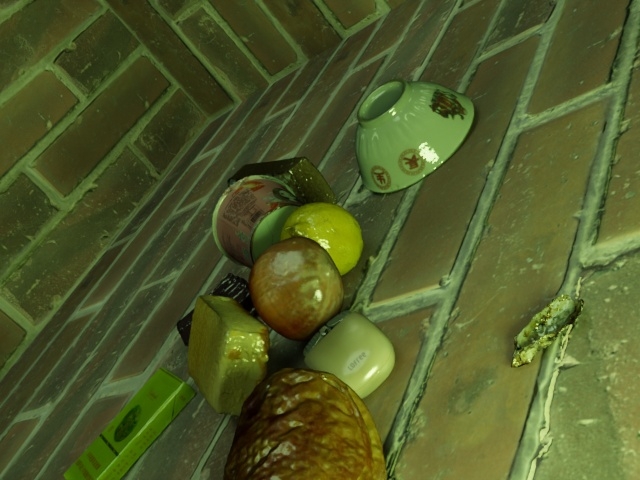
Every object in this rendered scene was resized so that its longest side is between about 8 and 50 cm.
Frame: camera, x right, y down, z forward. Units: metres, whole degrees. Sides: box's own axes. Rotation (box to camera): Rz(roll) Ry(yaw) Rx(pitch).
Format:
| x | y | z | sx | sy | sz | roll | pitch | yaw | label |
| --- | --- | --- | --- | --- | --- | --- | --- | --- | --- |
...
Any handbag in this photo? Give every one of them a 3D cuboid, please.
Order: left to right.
| x | y | z | sx | sy | sz | roll | pitch | yaw | label |
| --- | --- | --- | --- | --- | --- | --- | --- | --- | --- |
| -0.247 | 0.184 | 1.995 | 0.216 | 0.074 | 0.203 | -43 | 21 | -9 | handbag |

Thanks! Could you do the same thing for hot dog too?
| x | y | z | sx | sy | sz | roll | pitch | yaw | label |
| --- | --- | --- | --- | --- | --- | --- | --- | --- | --- |
| -0.046 | 0.366 | 1.164 | 0.267 | 0.174 | 0.387 | -33 | 26 | 30 | hot dog |

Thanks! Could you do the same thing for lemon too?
| x | y | z | sx | sy | sz | roll | pitch | yaw | label |
| --- | --- | --- | --- | --- | --- | --- | --- | --- | --- |
| 0.000 | 0.000 | 1.762 | 0.173 | 0.206 | 0.173 | -14 | 67 | 35 | lemon |

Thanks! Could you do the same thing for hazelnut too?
| x | y | z | sx | sy | sz | roll | pitch | yaw | label |
| --- | --- | --- | --- | --- | --- | --- | --- | --- | --- |
| -0.043 | 0.096 | 1.615 | 0.214 | 0.214 | 0.176 | -18 | 8 | 46 | hazelnut |

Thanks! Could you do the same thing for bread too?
| x | y | z | sx | sy | sz | roll | pitch | yaw | label |
| --- | --- | --- | --- | --- | --- | --- | --- | --- | --- |
| -0.190 | 0.231 | 1.667 | 0.274 | 0.114 | 0.185 | -153 | 71 | -68 | bread |
| -0.117 | -0.140 | 2.271 | 0.113 | 0.165 | 0.416 | -48 | 21 | -19 | bread |

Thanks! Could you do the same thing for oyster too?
| x | y | z | sx | sy | sz | roll | pitch | yaw | label |
| --- | --- | --- | --- | --- | --- | --- | --- | --- | --- |
| 0.324 | 0.129 | 1.169 | 0.132 | 0.029 | 0.086 | -36 | 15 | 22 | oyster |

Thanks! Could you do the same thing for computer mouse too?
| x | y | z | sx | sy | sz | roll | pitch | yaw | label |
| --- | --- | --- | --- | --- | --- | --- | --- | --- | --- |
| 0.045 | 0.199 | 1.446 | 0.145 | 0.082 | 0.236 | -43 | 22 | -3 | computer mouse |

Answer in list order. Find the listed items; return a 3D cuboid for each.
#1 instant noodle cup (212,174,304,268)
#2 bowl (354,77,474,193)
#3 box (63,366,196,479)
| x | y | z | sx | sy | sz | roll | pitch | yaw | label |
| --- | --- | --- | --- | --- | --- | --- | --- | --- | --- |
| -0.116 | -0.022 | 1.965 | 0.243 | 0.243 | 0.231 | -45 | 28 | -7 | instant noodle cup |
| 0.193 | -0.290 | 1.981 | 0.337 | 0.157 | 0.337 | -31 | 32 | 22 | bowl |
| -0.439 | 0.443 | 1.857 | 0.335 | 0.047 | 0.187 | -49 | 22 | -17 | box |
